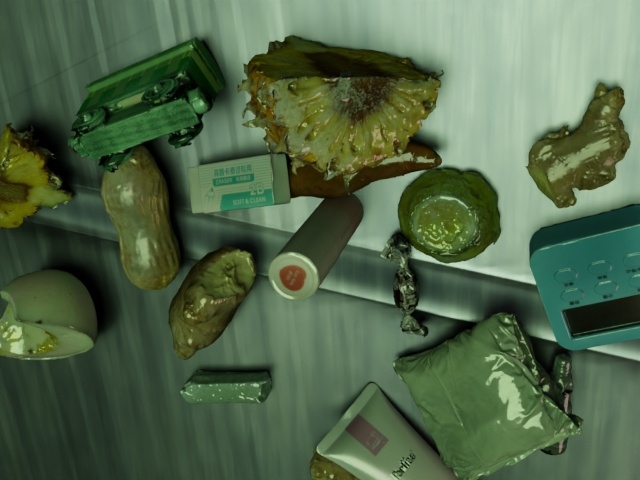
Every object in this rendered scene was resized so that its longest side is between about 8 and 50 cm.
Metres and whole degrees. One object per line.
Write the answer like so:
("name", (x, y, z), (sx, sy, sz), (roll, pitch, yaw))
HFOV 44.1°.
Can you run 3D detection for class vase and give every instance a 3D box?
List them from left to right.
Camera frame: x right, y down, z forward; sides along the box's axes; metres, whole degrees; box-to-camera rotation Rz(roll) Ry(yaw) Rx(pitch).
("vase", (0.459, 0.314, 1.534), (0.059, 0.060, 0.212), (6, 111, 14))

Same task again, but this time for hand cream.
("hand cream", (0.181, 0.480, 1.649), (0.358, 0.118, 0.185), (42, 82, -3))

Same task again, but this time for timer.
("timer", (0.511, 0.082, 1.412), (0.231, 0.091, 0.250), (-17, 109, 21))

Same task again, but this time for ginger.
("ginger", (-0.229, 0.125, 1.587), (0.130, 0.221, 0.276), (28, 108, -6))
("ginger", (0.068, 0.496, 1.697), (0.193, 0.122, 0.115), (0, 94, 10))
("ginger", (0.453, -0.155, 1.344), (0.137, 0.074, 0.213), (44, 110, -3))

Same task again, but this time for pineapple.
("pineapple", (-0.605, -0.147, 1.657), (0.164, 0.140, 0.250), (-3, 136, -26))
("pineapple", (-0.001, -0.225, 1.373), (0.344, 0.286, 0.209), (-7, 117, -27))

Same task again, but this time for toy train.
("toy train", (-0.326, -0.245, 1.468), (0.300, 0.202, 0.120), (-17, 129, 22))

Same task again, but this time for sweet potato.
("sweet potato", (0.040, -0.138, 1.450), (0.359, 0.112, 0.112), (-16, 106, 22))

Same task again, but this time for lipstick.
("lipstick", (0.000, 0.000, 1.394), (0.087, 0.327, 0.087), (6, 112, 14))

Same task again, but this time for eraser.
("eraser", (-0.158, -0.107, 1.505), (0.225, 0.052, 0.096), (-4, 95, 38))

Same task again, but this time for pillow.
("pillow", (0.309, 0.299, 1.512), (0.310, 0.138, 0.283), (-37, 82, 34))

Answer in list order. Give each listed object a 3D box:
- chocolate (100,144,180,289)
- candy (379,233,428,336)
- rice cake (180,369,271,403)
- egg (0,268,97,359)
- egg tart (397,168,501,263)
("chocolate", (-0.363, -0.041, 1.597), (0.134, 0.134, 0.309), (0, 111, 16))
("candy", (0.163, 0.091, 1.522), (0.051, 0.094, 0.226), (-19, 114, -15))
("rice cake", (-0.201, 0.320, 1.730), (0.206, 0.069, 0.063), (-4, 108, 15))
("egg", (-0.591, 0.152, 1.729), (0.206, 0.162, 0.271), (7, 154, -20))
("egg tart", (0.232, -0.037, 1.452), (0.197, 0.078, 0.197), (7, 114, 16))
